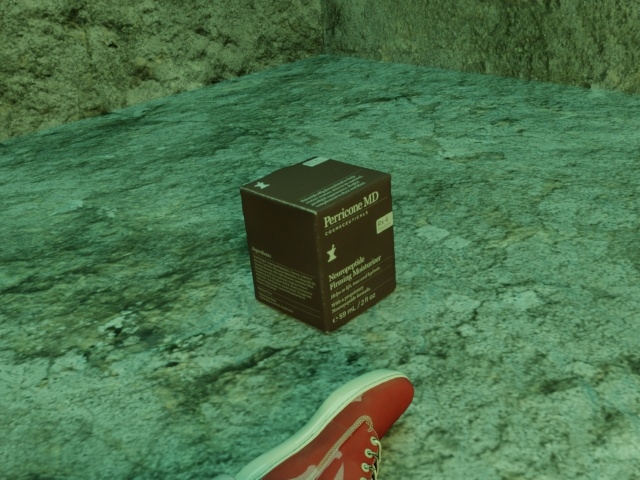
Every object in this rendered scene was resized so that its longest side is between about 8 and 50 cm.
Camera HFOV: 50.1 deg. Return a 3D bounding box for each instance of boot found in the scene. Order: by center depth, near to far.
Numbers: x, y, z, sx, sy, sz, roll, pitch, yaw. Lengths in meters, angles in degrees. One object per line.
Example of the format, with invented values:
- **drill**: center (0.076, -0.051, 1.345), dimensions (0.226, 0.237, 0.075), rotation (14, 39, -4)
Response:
- **boot**: center (0.052, 0.241, 0.699), dimensions (0.244, 0.088, 0.176), rotation (-34, 38, -31)

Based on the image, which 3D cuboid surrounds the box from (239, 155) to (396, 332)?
- **box**: center (0.000, 0.000, 1.057), dimensions (0.167, 0.203, 0.168), rotation (20, 37, 41)

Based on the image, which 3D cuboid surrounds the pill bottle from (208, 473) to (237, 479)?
- **pill bottle**: center (-0.143, 0.296, 0.594), dimensions (0.194, 0.108, 0.108), rotation (-21, 30, -30)
